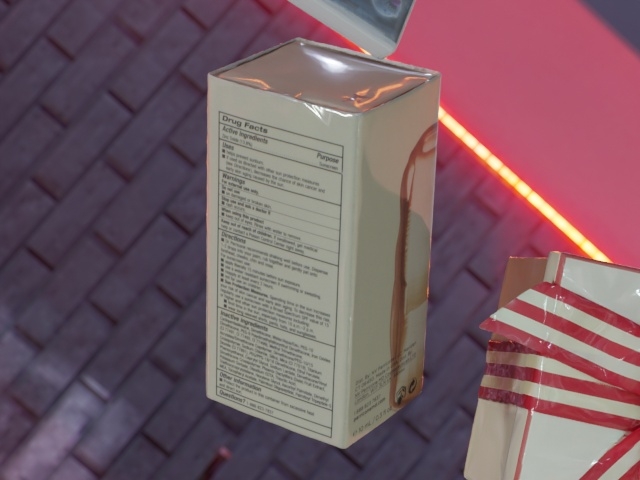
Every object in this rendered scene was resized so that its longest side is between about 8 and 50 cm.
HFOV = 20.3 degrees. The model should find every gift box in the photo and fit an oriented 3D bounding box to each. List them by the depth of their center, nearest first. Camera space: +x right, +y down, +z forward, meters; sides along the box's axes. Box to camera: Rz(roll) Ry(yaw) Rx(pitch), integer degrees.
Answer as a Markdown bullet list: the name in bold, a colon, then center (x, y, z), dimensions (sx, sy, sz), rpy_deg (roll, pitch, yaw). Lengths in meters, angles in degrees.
- **gift box**: center (0.250, 0.145, 1.550), dimensions (0.258, 0.276, 0.255), rpy_deg (176, 101, -83)

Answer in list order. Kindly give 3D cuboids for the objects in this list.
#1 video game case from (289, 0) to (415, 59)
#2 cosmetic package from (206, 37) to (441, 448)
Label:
- **video game case**: center (-0.005, -0.230, 1.100), dimensions (0.022, 0.190, 0.173), rpy_deg (-23, 41, 58)
- **cosmetic package**: center (0.000, 0.000, 1.469), dimensions (0.129, 0.153, 0.296), rpy_deg (-30, -49, -48)
